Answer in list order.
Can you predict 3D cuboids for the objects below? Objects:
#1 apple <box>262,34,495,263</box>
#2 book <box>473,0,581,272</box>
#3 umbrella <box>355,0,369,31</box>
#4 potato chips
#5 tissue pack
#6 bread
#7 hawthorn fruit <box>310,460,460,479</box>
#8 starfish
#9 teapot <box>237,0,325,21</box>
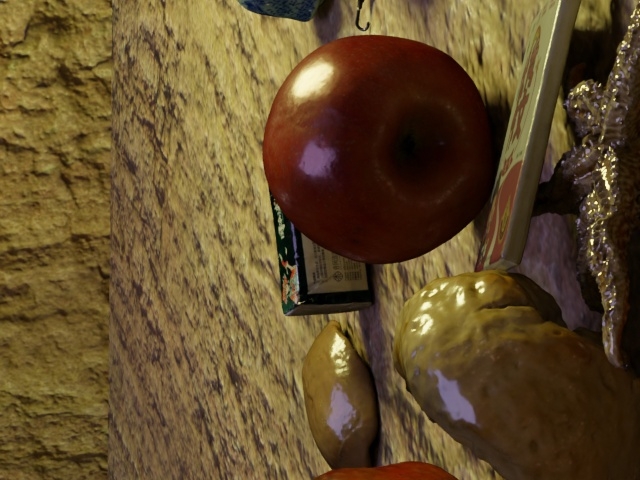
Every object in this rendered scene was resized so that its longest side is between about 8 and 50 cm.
[{"bbox_3d":[0.054,-0.086,1.704,0.201,0.218,0.218,174,92,-69],"label":"apple"},{"bbox_3d":[0.167,-0.085,1.479,0.162,0.022,0.231,125,159,-83],"label":"book"},{"bbox_3d":[0.049,-0.307,2.036,0.022,0.022,0.148,16,116,28],"label":"umbrella"},{"bbox_3d":[0.013,0.197,2.206,0.195,0.062,0.208,123,138,-68],"label":"potato chips"},{"bbox_3d":[0.000,0.001,2.133,0.090,0.103,0.170,153,112,-66],"label":"tissue pack"},{"bbox_3d":[0.161,0.110,1.409,0.134,0.244,0.244,-50,25,5],"label":"bread"},{"bbox_3d":[0.076,0.371,1.657,0.330,0.287,0.287,-125,34,-53],"label":"hawthorn fruit"},{"bbox_3d":[0.219,-0.037,1.369,0.293,0.084,0.301,121,153,-79],"label":"starfish"},{"bbox_3d":[-0.070,-0.344,2.216,0.232,0.159,0.159,-136,44,-67],"label":"teapot"}]
